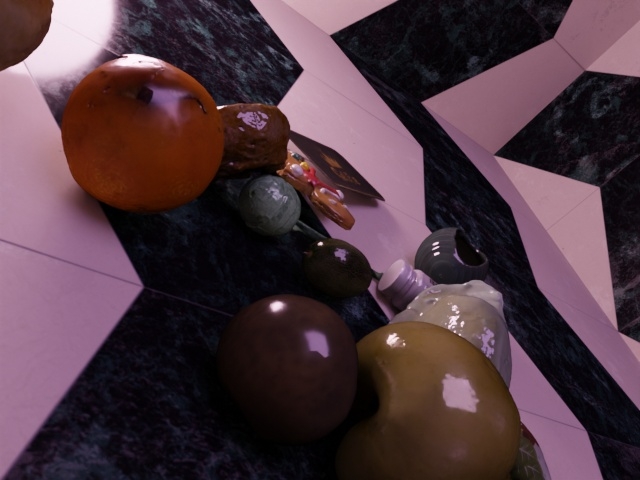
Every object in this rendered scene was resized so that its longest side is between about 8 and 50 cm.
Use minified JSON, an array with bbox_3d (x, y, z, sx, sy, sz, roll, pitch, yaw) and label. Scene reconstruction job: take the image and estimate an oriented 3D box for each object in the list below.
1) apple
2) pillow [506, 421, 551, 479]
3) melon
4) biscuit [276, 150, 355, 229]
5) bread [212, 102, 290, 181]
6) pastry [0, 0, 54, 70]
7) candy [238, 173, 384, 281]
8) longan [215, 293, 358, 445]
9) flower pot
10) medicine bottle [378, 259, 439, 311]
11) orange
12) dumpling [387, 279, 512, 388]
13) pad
[{"bbox_3d":[0.149,0.271,0.900,0.254,0.292,0.291,20,34,-25],"label":"apple"},{"bbox_3d":[0.306,0.413,1.046,0.214,0.086,0.233,-8,78,-29],"label":"pillow"},{"bbox_3d":[0.031,0.054,1.205,0.167,0.114,0.114,29,30,-34],"label":"melon"},{"bbox_3d":[-0.023,-0.138,1.394,0.216,0.047,0.339,25,18,-44],"label":"biscuit"},{"bbox_3d":[-0.163,-0.180,1.158,0.230,0.230,0.122,-6,83,-58],"label":"bread"},{"bbox_3d":[-0.545,-0.377,0.771,0.388,0.313,0.388,-8,90,-80],"label":"pastry"},{"bbox_3d":[0.000,0.000,1.289,0.440,0.119,0.119,34,26,-39],"label":"candy"},{"bbox_3d":[-0.044,0.173,0.844,0.198,0.198,0.212,19,38,-42],"label":"longan"},{"bbox_3d":[0.343,0.063,1.597,0.189,0.157,0.243,48,27,9],"label":"flower pot"},{"bbox_3d":[0.229,0.133,1.388,0.187,0.103,0.102,38,27,-14],"label":"medicine bottle"},{"bbox_3d":[-0.271,-0.164,0.946,0.246,0.246,0.246,34,28,-21],"label":"orange"},{"bbox_3d":[0.286,0.220,1.223,0.270,0.212,0.320,43,25,-5],"label":"dumpling"},{"bbox_3d":[0.078,-0.201,1.625,0.315,0.063,0.375,49,18,20],"label":"pad"}]
